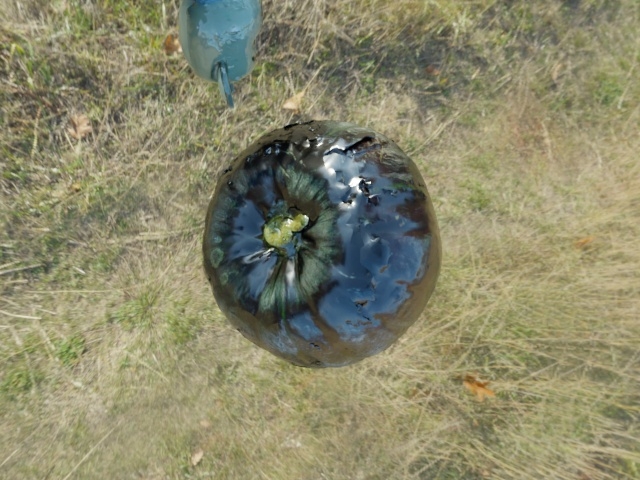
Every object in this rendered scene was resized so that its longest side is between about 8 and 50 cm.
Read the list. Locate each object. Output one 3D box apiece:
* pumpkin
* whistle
[{"bbox_3d":[0.000,0.000,0.488,0.232,0.163,0.233,-4,80,26],"label":"pumpkin"},{"bbox_3d":[-0.089,-0.225,0.405,0.077,0.236,0.114,-9,45,-4],"label":"whistle"}]
